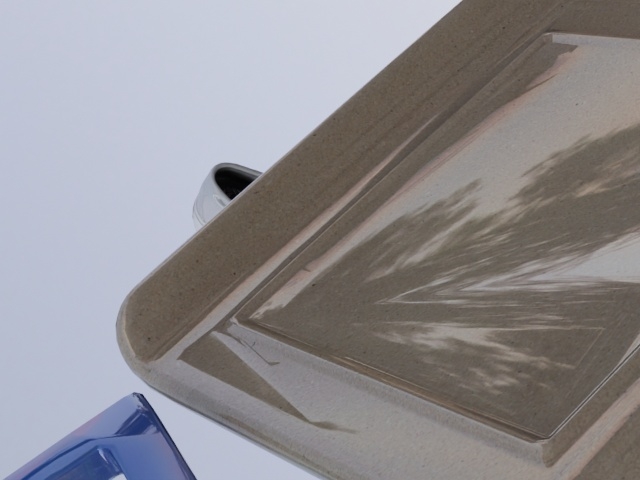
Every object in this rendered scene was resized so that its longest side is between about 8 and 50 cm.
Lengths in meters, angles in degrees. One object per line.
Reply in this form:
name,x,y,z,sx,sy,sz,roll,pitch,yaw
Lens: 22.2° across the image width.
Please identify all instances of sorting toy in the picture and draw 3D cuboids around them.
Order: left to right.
sorting toy,0.065,0.003,0.412,0.196,0.347,0.047,21,148,53

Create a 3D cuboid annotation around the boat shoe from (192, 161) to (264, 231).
boat shoe,0.000,0.000,1.122,0.184,0.063,0.066,31,-123,7
